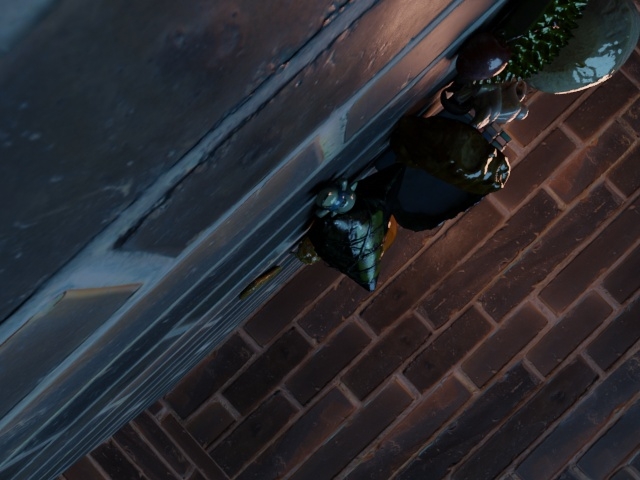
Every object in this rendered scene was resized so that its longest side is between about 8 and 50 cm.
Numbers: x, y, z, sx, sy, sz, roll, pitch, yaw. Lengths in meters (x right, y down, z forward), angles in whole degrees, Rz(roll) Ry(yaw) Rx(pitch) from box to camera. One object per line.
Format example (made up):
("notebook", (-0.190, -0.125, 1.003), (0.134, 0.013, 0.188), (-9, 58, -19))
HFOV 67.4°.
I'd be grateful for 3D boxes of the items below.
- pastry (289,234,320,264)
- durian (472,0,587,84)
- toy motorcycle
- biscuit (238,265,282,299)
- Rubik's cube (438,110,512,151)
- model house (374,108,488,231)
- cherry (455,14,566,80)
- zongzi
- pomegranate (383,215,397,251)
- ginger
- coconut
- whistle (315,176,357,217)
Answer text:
("pastry", (0.000, 0.000, 1.795), (0.250, 0.102, 0.154), (-44, 178, -19))
("durian", (0.462, -0.477, 1.074), (0.158, 0.169, 0.352), (-7, 152, -38))
("toy motorcycle", (0.493, -0.417, 1.390), (0.341, 0.223, 0.108), (-39, 172, -30))
("biscuit", (-0.219, 0.154, 1.776), (0.118, 0.029, 0.247), (-44, 176, 26))
("Rubik's cube", (0.561, -0.383, 2.007), (0.292, 0.287, 0.293), (-40, 175, -37))
("model house", (0.387, -0.236, 1.623), (0.360, 0.297, 0.339), (-38, -179, 20))
("cherry", (0.372, -0.402, 0.987), (0.107, 0.090, 0.226), (7, 163, -33))
("zongzi", (0.133, -0.078, 1.479), (0.362, 0.319, 0.383), (-40, 158, -20))
("pomegranate", (0.186, -0.028, 2.147), (0.322, 0.322, 0.322), (-43, 177, -3))
("ginger", (0.338, -0.237, 1.290), (0.358, 0.274, 0.152), (13, 104, -49))
("coconut", (0.636, -0.519, 1.229), (0.329, 0.329, 0.329), (-43, 177, -3))
("whistle", (0.030, -0.103, 1.146), (0.114, 0.077, 0.236), (-53, 169, 13))
